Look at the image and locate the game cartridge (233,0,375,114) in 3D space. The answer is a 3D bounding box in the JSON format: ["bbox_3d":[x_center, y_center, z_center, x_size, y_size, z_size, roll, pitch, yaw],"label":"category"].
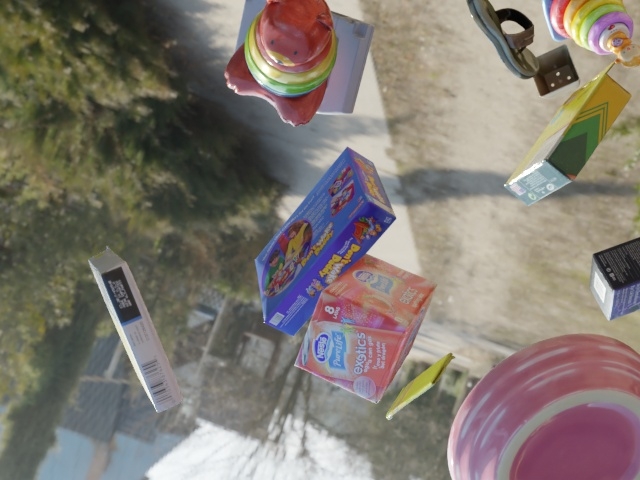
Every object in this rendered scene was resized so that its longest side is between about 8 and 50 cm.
[{"bbox_3d":[-0.040,-0.352,1.719,0.294,0.196,0.060,28,-161,32],"label":"game cartridge"}]

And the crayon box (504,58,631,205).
[{"bbox_3d":[0.560,-0.238,2.007,0.081,0.318,0.202,39,161,-3],"label":"crayon box"}]

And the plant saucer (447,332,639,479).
[{"bbox_3d":[0.350,0.293,1.291,0.332,0.332,0.084,24,-163,-25],"label":"plant saucer"}]

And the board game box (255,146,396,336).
[{"bbox_3d":[0.000,0.000,1.903,0.078,0.347,0.233,29,-156,-26],"label":"board game box"}]

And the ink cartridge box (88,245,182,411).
[{"bbox_3d":[-0.392,0.172,1.871,0.307,0.072,0.303,13,126,68],"label":"ink cartridge box"}]

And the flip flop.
[{"bbox_3d":[0.357,-0.401,1.703,0.080,0.112,0.277,-29,139,21],"label":"flip flop"}]

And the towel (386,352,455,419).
[{"bbox_3d":[0.226,0.336,2.059,0.021,0.102,0.237,39,144,1],"label":"towel"}]

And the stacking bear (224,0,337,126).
[{"bbox_3d":[-0.047,-0.314,1.446,0.175,0.164,0.289,31,172,-3],"label":"stacking bear"}]

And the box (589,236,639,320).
[{"bbox_3d":[0.739,0.075,2.078,0.207,0.108,0.153,-20,145,1],"label":"box"}]

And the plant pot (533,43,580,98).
[{"bbox_3d":[0.619,-0.429,2.358,0.109,0.109,0.096,-23,161,22],"label":"plant pot"}]

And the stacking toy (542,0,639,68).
[{"bbox_3d":[0.638,-0.479,2.033,0.166,0.175,0.302,58,-171,-44],"label":"stacking toy"}]

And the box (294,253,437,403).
[{"bbox_3d":[0.085,0.138,1.540,0.154,0.142,0.300,23,-164,12],"label":"box"}]
